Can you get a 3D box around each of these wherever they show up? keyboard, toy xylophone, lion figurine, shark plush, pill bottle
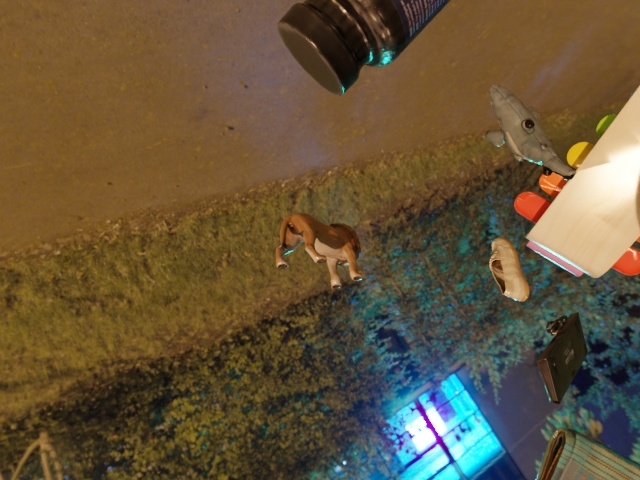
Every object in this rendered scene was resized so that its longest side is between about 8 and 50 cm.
[{"bbox_3d":[0.398,0.176,0.665,0.180,0.108,0.023,-21,-173,-42],"label":"keyboard"},{"bbox_3d":[0.449,-0.067,0.565,0.081,0.236,0.323,-23,152,-54],"label":"toy xylophone"},{"bbox_3d":[0.000,0.000,1.199,0.142,0.240,0.392,-28,143,25],"label":"lion figurine"},{"bbox_3d":[0.262,-0.133,0.520,0.073,0.161,0.067,-19,146,20],"label":"shark plush"},{"bbox_3d":[0.065,-0.259,0.400,0.219,0.123,0.123,-46,161,2],"label":"pill bottle"}]

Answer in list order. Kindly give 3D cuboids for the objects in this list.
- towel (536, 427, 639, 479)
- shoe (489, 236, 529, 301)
[{"bbox_3d":[0.439,0.456,0.511,0.272,0.370,0.040,-60,169,-14],"label":"towel"},{"bbox_3d":[0.487,0.067,1.066,0.058,0.219,0.077,2,130,2],"label":"shoe"}]
